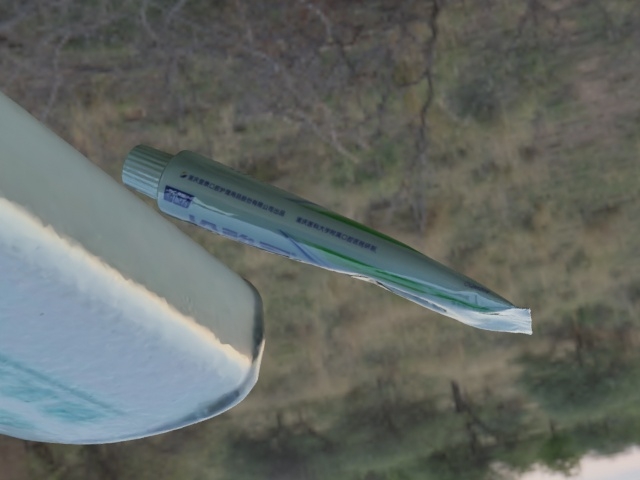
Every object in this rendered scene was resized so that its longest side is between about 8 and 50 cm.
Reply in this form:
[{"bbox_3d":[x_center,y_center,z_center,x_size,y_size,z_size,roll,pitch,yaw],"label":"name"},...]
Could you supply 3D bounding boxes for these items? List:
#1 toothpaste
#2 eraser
[{"bbox_3d":[0.000,0.000,0.771,0.297,0.048,0.075,22,169,18],"label":"toothpaste"},{"bbox_3d":[-0.170,0.008,0.521,0.189,0.104,0.290,-5,155,25],"label":"eraser"}]
